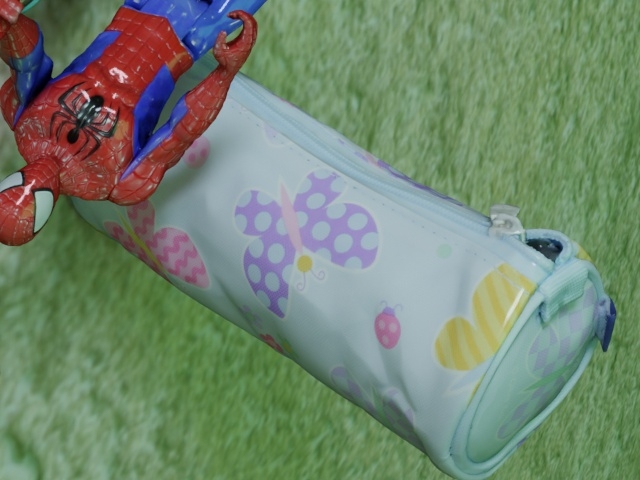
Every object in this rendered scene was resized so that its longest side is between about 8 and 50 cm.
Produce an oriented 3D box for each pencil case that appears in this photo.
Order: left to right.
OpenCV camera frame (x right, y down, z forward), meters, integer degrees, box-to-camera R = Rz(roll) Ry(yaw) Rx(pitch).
[{"bbox_3d":[0.000,0.000,0.641,0.113,0.273,0.124,-39,144,-29],"label":"pencil case"}]

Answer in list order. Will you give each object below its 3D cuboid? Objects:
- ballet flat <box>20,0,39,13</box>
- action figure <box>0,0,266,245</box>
[{"bbox_3d":[-0.113,-0.150,0.599,0.114,0.041,0.041,-53,147,-25],"label":"ballet flat"},{"bbox_3d":[-0.055,-0.118,0.576,0.280,0.091,0.139,-56,-178,-16],"label":"action figure"}]
